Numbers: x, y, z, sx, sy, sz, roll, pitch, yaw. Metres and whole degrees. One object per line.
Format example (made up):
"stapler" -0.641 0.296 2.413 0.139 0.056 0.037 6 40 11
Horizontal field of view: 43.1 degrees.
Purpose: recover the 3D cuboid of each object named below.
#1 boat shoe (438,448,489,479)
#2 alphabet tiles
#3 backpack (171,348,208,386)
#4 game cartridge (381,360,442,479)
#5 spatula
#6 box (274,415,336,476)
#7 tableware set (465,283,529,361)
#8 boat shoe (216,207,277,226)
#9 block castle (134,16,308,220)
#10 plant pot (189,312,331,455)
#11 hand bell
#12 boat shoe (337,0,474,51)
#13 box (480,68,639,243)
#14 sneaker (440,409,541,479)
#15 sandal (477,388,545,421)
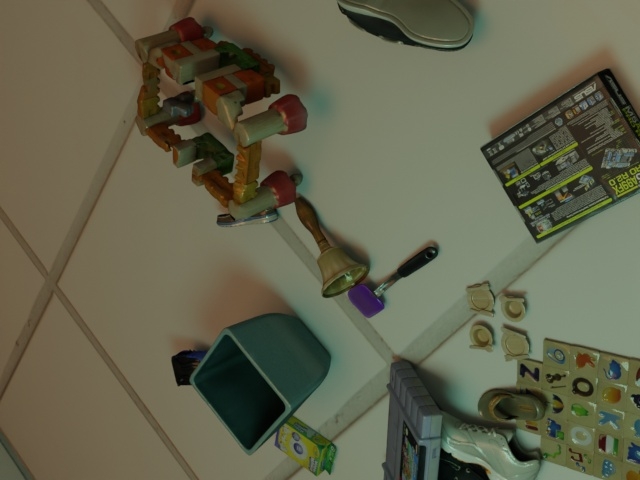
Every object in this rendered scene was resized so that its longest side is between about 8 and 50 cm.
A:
"boat shoe" 0.340 0.573 1.811 0.340 0.113 0.127 28 125 29
"alphabet tiles" 0.550 0.348 1.612 0.343 0.011 0.285 11 114 37
"backpack" -0.351 0.356 2.311 0.120 0.101 0.098 -4 107 37
"game cartridge" 0.203 0.484 1.845 0.230 0.068 0.355 -113 22 -65
"spatula" 0.161 0.089 1.815 0.084 0.030 0.296 46 130 -3
"box" -0.040 0.554 2.173 0.179 0.043 0.105 27 124 27
"tableware set" 0.366 0.171 1.681 0.141 0.020 0.168 6 109 41
"boat shoe" -0.187 -0.073 2.027 0.183 0.066 0.066 -6 99 31
"block castle" -0.225 -0.292 1.871 0.453 0.213 0.303 41 141 28
"plant pot" -0.120 0.325 2.000 0.247 0.252 0.248 49 132 14
"hand bell" 0.000 0.000 1.884 0.126 0.126 0.242 -49 63 41
"boat shoe" 0.167 -0.430 1.562 0.302 0.091 0.114 34 82 27
"box" 0.451 -0.145 1.458 0.270 0.060 0.216 -34 85 43
"sneaker" 0.362 0.434 1.761 0.262 0.099 0.121 33 117 18
"sandal" 0.392 0.356 1.709 0.180 0.049 0.072 -13 94 56
